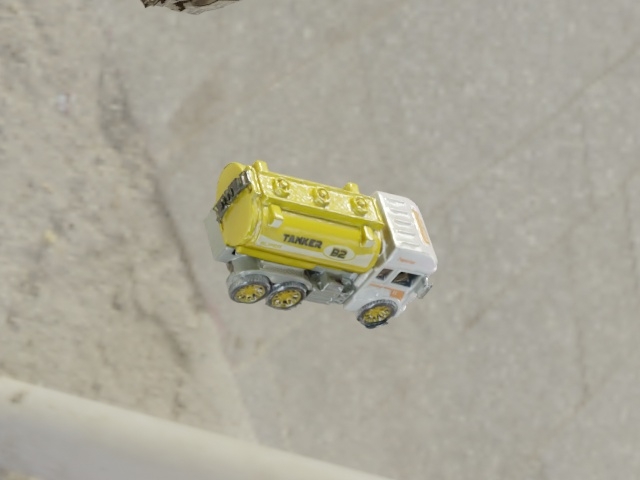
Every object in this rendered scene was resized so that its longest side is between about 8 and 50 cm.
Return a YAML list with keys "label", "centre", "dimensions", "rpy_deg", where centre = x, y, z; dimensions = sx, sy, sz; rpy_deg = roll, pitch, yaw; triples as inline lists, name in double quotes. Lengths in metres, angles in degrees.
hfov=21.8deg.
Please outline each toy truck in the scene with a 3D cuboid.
- label: "toy truck"
  centre: [0.000, 0.000, 1.479]
  dimensions: [0.227, 0.114, 0.098]
  rpy_deg: [13, 46, -36]

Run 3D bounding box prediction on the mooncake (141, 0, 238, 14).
- label: "mooncake"
  centre: [-0.089, -0.321, 1.118]
  dimensions: [0.324, 0.187, 0.324]
  rpy_deg: [58, 14, -24]
